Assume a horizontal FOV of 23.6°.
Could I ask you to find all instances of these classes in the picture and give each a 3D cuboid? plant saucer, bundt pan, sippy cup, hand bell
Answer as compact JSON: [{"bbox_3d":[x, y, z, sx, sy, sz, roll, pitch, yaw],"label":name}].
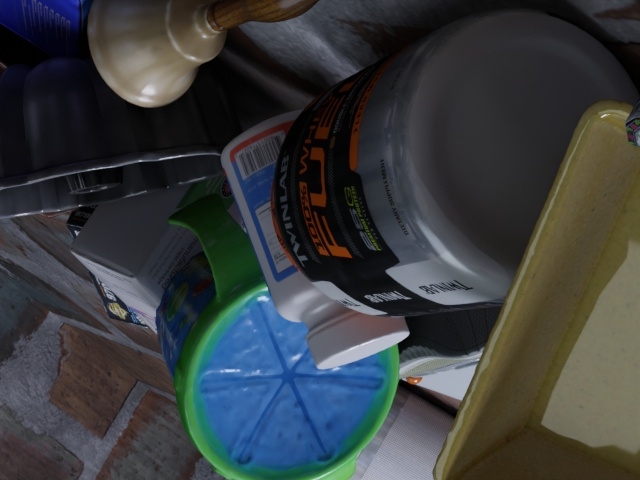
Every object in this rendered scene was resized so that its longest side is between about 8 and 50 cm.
[{"bbox_3d":[0.278,0.093,0.999,0.332,0.081,0.333,23,123,8],"label":"plant saucer"},{"bbox_3d":[-0.234,-0.110,1.523,0.330,0.124,0.331,-11,178,0],"label":"bundt pan"},{"bbox_3d":[-0.066,0.110,1.614,0.240,0.306,0.224,7,-167,-25],"label":"sippy cup"},{"bbox_3d":[-0.078,-0.192,1.305,0.242,0.126,0.126,-6,141,46],"label":"hand bell"}]

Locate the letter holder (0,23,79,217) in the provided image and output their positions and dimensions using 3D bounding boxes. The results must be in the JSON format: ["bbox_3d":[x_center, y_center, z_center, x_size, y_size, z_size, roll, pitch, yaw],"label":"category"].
[{"bbox_3d":[-0.355,-0.178,1.734,0.302,0.152,0.214,38,161,-20],"label":"letter holder"}]

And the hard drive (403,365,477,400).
[{"bbox_3d":[0.156,0.149,1.970,0.307,0.040,0.203,16,158,46],"label":"hard drive"}]

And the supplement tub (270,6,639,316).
[{"bbox_3d":[0.089,-0.046,1.190,0.207,0.207,0.338,35,163,-13],"label":"supplement tub"}]

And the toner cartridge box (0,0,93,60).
[{"bbox_3d":[-0.268,-0.268,1.398,0.165,0.075,0.348,31,168,-3],"label":"toner cartridge box"}]

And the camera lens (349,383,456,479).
[{"bbox_3d":[0.110,0.336,2.291,0.274,0.219,0.219,30,164,6],"label":"camera lens"}]

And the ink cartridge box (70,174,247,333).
[{"bbox_3d":[-0.134,0.013,1.797,0.117,0.201,0.278,22,162,35],"label":"ink cartridge box"}]

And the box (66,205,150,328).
[{"bbox_3d":[-0.216,0.043,1.988,0.175,0.051,0.220,12,146,20],"label":"box"}]

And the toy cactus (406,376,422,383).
[{"bbox_3d":[0.082,0.068,1.781,0.219,0.112,0.180,26,156,51],"label":"toy cactus"}]

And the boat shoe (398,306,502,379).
[{"bbox_3d":[0.137,0.081,1.606,0.103,0.118,0.320,-1,159,-40],"label":"boat shoe"}]

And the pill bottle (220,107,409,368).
[{"bbox_3d":[0.000,0.000,1.410,0.124,0.124,0.222,114,136,-74],"label":"pill bottle"}]

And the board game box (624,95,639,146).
[{"bbox_3d":[0.263,-0.075,0.798,0.194,0.194,0.060,21,161,31],"label":"board game box"}]
